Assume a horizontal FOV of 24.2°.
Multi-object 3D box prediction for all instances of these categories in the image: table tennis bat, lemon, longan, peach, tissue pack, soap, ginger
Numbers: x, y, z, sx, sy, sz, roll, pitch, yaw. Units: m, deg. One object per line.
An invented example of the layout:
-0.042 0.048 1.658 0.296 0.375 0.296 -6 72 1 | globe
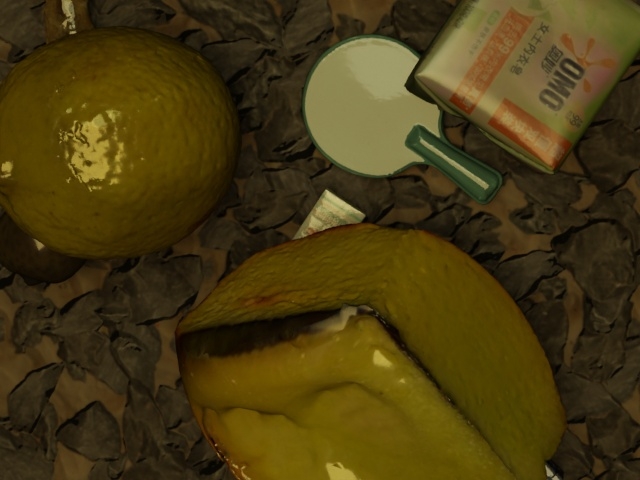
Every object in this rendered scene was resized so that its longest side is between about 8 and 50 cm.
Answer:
0.092 -0.122 1.628 0.244 0.040 0.153 35 98 4 | table tennis bat
-0.214 -0.101 1.555 0.267 0.267 0.267 1 98 7 | lemon
-0.311 0.002 1.665 0.113 0.092 0.113 1 111 3 | longan
0.045 0.148 1.574 0.380 0.242 0.306 42 124 -12 | peach
0.000 0.000 1.662 0.056 0.023 0.108 35 101 0 | tissue pack
0.215 -0.191 1.540 0.182 0.138 0.199 34 91 -1 | soap
-0.251 -0.279 1.633 0.133 0.059 0.214 -7 96 12 | ginger

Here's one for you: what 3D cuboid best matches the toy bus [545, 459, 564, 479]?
0.190 0.294 1.660 0.167 0.073 0.076 -40 84 7 | toy bus
